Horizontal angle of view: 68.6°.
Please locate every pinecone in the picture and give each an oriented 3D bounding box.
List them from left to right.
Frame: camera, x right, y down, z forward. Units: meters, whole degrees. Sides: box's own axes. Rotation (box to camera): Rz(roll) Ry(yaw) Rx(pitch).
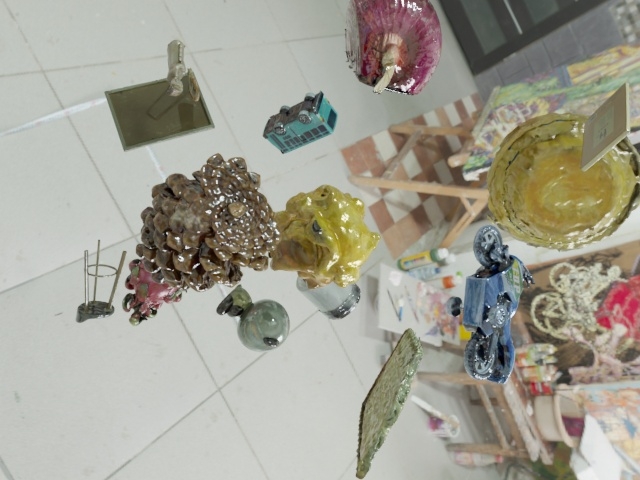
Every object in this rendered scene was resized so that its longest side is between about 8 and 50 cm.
[{"bbox_3d":[-0.175,-0.015,0.686,0.168,0.213,0.185,48,39,-49],"label":"pinecone"}]

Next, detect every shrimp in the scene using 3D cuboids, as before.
[{"bbox_3d":[-0.423,-0.520,1.571,0.023,0.059,0.108,-25,132,-34],"label":"shrimp"}]

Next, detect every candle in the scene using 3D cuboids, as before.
[{"bbox_3d":[0.018,0.205,2.197,0.342,0.221,0.221,45,49,-25],"label":"candle"}]

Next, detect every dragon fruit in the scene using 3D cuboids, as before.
[{"bbox_3d":[-0.600,0.156,1.684,0.273,0.198,0.218,-44,116,-9],"label":"dragon fruit"}]

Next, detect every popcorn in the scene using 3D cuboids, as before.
[{"bbox_3d":[0.000,0.000,1.302,0.316,0.281,0.297,-30,73,-4],"label":"popcorn"}]

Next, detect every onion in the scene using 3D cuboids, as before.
[{"bbox_3d":[0.184,-0.511,1.175,0.256,0.230,0.272,-6,36,-34],"label":"onion"}]

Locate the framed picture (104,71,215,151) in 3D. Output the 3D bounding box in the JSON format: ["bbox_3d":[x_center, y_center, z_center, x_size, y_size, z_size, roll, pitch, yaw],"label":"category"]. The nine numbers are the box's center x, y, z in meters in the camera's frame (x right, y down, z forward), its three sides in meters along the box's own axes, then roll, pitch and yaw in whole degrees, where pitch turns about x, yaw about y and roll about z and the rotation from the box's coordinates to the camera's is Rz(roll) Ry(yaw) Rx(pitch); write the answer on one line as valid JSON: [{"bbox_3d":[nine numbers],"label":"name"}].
[{"bbox_3d":[-0.593,-0.481,1.737,0.335,0.022,0.247,-20,80,-15],"label":"framed picture"}]

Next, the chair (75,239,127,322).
[{"bbox_3d":[-0.581,0.118,1.242,0.095,0.104,0.221,15,104,-7],"label":"chair"}]

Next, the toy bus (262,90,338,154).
[{"bbox_3d":[-0.047,-0.264,1.076,0.092,0.160,0.079,44,45,-36],"label":"toy bus"}]

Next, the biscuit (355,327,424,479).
[{"bbox_3d":[0.081,0.174,0.554,0.016,0.203,0.144,30,91,6],"label":"biscuit"}]

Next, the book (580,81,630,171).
[{"bbox_3d":[0.580,-0.232,0.957,0.012,0.118,0.172,28,54,0],"label":"book"}]

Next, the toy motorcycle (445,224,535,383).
[{"bbox_3d":[0.286,0.106,0.767,0.136,0.092,0.254,9,85,-36],"label":"toy motorcycle"}]

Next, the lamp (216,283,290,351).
[{"bbox_3d":[-0.216,0.263,1.563,0.244,0.197,0.197,36,48,4],"label":"lamp"}]

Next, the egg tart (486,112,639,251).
[{"bbox_3d":[0.620,-0.134,1.215,0.387,0.388,0.169,61,27,-8],"label":"egg tart"}]

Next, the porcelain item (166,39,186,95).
[{"bbox_3d":[-0.478,-0.564,1.552,0.054,0.084,0.213,13,56,-37],"label":"porcelain item"}]
